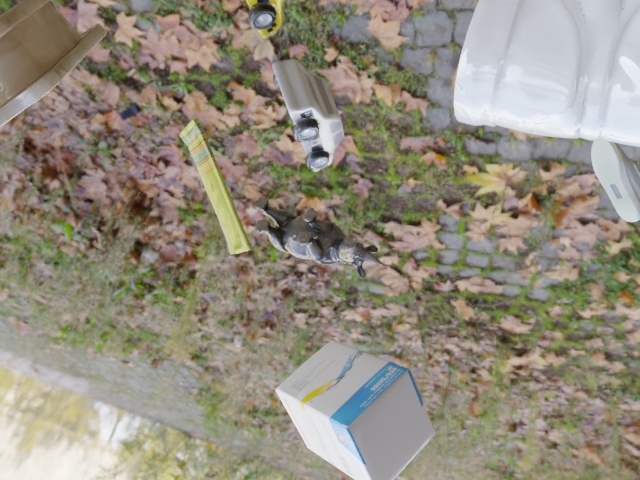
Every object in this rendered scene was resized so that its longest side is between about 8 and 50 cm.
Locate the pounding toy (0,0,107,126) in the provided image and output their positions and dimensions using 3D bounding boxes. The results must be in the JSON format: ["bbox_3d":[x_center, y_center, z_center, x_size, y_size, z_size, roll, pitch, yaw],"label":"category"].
[{"bbox_3d":[-0.356,-0.246,0.629,0.154,0.269,0.155,-20,126,24],"label":"pounding toy"}]

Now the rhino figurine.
[{"bbox_3d":[0.000,0.000,0.896,0.243,0.073,0.106,18,164,36],"label":"rhino figurine"}]

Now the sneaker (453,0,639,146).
[{"bbox_3d":[0.204,-0.183,0.309,0.169,0.292,0.108,19,178,24],"label":"sneaker"}]

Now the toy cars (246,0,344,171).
[{"bbox_3d":[-0.036,-0.260,0.731,0.087,0.176,0.393,-21,120,3],"label":"toy cars"}]

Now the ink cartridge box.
[{"bbox_3d":[0.064,0.329,1.087,0.233,0.168,0.171,9,129,53],"label":"ink cartridge box"}]

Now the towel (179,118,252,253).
[{"bbox_3d":[-0.182,-0.088,0.970,0.237,0.021,0.102,68,159,-5],"label":"towel"}]

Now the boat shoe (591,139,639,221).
[{"bbox_3d":[0.752,-0.160,1.391,0.227,0.081,0.079,65,161,-2],"label":"boat shoe"}]
